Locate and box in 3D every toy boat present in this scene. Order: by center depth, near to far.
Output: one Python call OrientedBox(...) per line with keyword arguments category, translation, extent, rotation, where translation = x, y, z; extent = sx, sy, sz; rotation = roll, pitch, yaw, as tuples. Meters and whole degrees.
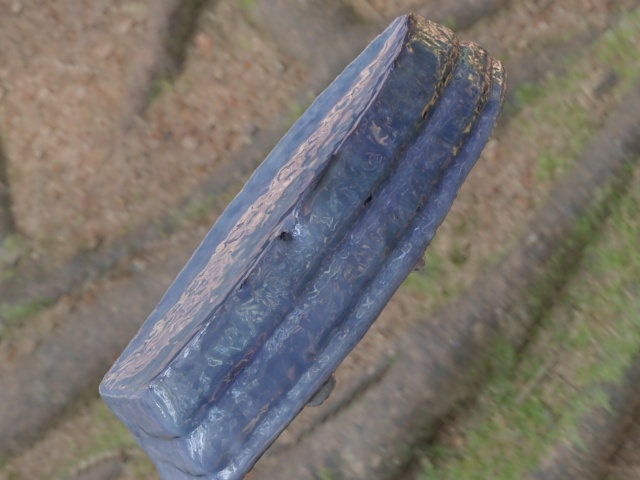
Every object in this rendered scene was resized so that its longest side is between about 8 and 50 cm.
OrientedBox(category="toy boat", translation=(0.000, 0.000, 0.970), extent=(0.283, 0.078, 0.127), rotation=(-54, 15, -18))
